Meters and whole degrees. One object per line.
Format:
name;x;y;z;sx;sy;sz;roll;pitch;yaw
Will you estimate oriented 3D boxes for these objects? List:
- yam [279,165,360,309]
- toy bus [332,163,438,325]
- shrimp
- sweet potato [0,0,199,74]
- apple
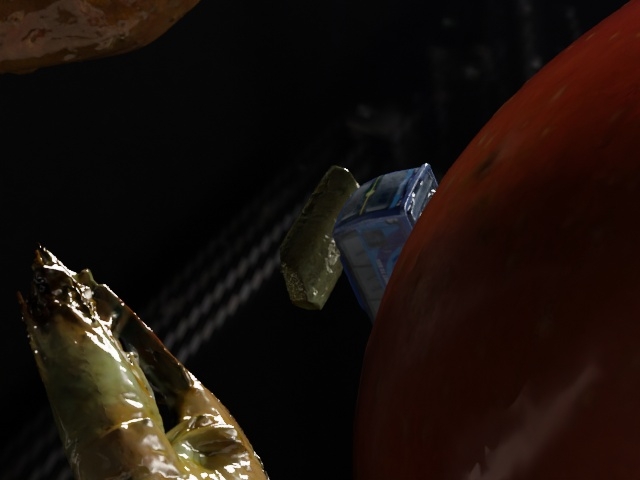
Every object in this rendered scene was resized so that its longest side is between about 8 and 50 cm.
yam;0.000;0.000;1.941;0.146;0.069;0.070;-59;-38;-23
toy bus;0.086;0.057;1.574;0.236;0.094;0.079;65;-153;-27
shrimp;-0.117;0.099;1.243;0.145;0.267;0.061;-2;-49;-45
sweet potato;-0.229;-0.180;1.582;0.354;0.106;0.095;-13;-26;-3
apple;0.143;0.051;0.430;0.216;0.260;0.260;-57;-39;-6
